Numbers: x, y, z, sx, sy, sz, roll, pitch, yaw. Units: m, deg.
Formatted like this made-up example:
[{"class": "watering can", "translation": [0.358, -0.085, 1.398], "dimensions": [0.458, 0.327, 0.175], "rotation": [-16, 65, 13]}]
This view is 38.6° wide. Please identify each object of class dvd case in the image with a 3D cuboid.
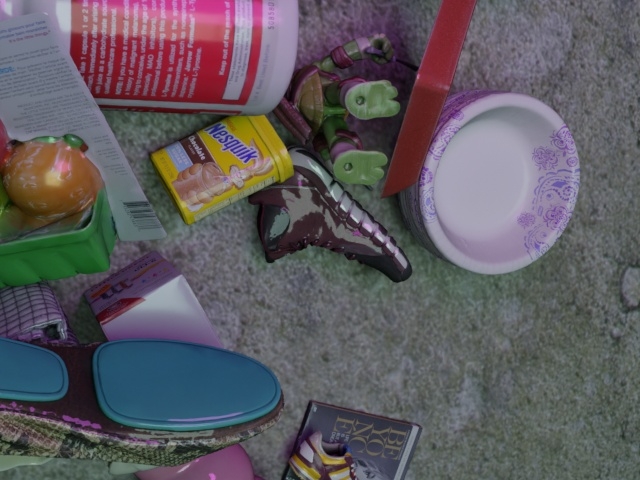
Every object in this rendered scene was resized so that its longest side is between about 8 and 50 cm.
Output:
[{"class": "dvd case", "translation": [0.054, 0.370, 1.547], "dimensions": [0.221, 0.018, 0.164], "rotation": [17, 95, -25]}]

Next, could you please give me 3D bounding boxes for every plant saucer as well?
[{"class": "plant saucer", "translation": [0.155, -0.218, 1.262], "dimensions": [0.048, 0.258, 0.259], "rotation": [18, 57, 4]}]

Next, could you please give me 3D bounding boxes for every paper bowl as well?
[{"class": "paper bowl", "translation": [0.253, -0.097, 1.451], "dimensions": [0.284, 0.148, 0.284], "rotation": [-6, 105, -22]}]

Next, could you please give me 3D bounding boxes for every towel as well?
[{"class": "towel", "translation": [-0.454, 0.164, 1.171], "dimensions": [0.284, 0.235, 0.121], "rotation": [-28, 117, -14]}]

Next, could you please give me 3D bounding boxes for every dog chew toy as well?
[{"class": "dog chew toy", "translation": [-0.176, 0.382, 1.364], "dimensions": [0.207, 0.206, 0.331], "rotation": [-32, 104, -13]}]

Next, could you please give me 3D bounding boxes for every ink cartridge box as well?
[{"class": "ink cartridge box", "translation": [-0.238, 0.111, 1.279], "dimensions": [0.128, 0.176, 0.127], "rotation": [-32, 110, -14]}]

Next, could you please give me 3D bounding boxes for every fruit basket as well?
[{"class": "fruit basket", "translation": [-0.395, -0.103, 1.099], "dimensions": [0.327, 0.165, 0.353], "rotation": [-10, 131, 11]}]

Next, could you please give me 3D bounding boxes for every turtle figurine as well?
[{"class": "turtle figurine", "translation": [0.067, -0.178, 1.279], "dimensions": [0.275, 0.266, 0.198], "rotation": [39, 101, -24]}]

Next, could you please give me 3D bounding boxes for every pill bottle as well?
[{"class": "pill bottle", "translation": [-0.251, -0.277, 1.153], "dimensions": [0.408, 0.229, 0.229], "rotation": [-1, 102, -23]}]

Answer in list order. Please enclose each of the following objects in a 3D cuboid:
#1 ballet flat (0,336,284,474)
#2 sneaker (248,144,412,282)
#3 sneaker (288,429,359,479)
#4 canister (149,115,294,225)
[{"class": "ballet flat", "translation": [-0.290, 0.199, 1.062], "dimensions": [0.483, 0.164, 0.182], "rotation": [9, 127, -25]}, {"class": "sneaker", "translation": [0.000, 0.000, 1.404], "dimensions": [0.162, 0.106, 0.281], "rotation": [-45, 104, -2]}, {"class": "sneaker", "translation": [0.038, 0.383, 1.496], "dimensions": [0.185, 0.069, 0.084], "rotation": [38, 92, -26]}, {"class": "canister", "translation": [-0.141, -0.108, 1.300], "dimensions": [0.170, 0.126, 0.073], "rotation": [-28, 155, -12]}]
